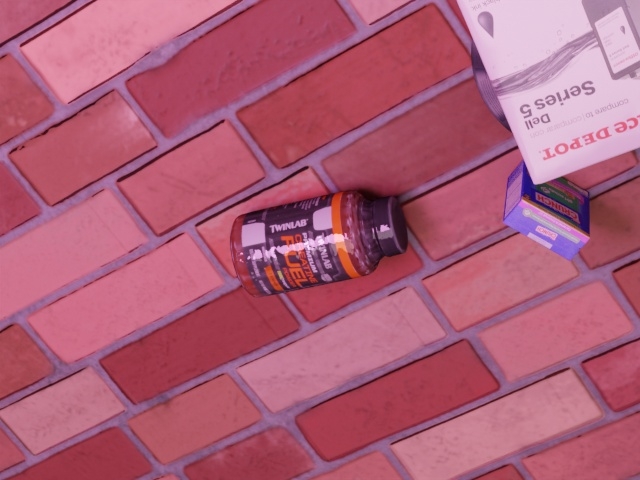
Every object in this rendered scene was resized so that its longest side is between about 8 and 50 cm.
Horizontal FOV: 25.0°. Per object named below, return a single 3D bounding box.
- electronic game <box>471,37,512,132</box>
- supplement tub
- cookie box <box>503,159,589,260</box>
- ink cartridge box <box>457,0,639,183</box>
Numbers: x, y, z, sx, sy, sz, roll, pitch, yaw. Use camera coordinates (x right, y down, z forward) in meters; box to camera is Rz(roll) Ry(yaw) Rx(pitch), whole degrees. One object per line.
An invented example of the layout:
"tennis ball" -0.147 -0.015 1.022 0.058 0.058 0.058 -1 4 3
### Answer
"electronic game" 0.278 -0.204 1.567 0.229 0.048 0.229 3 113 8
"supplement tub" 0.000 0.000 1.709 0.198 0.106 0.106 -13 118 17
"cookie box" 0.257 -0.037 1.637 0.092 0.107 0.040 29 122 -8
"ink cartridge box" 0.262 -0.222 1.472 0.198 0.115 0.272 -20 108 17
